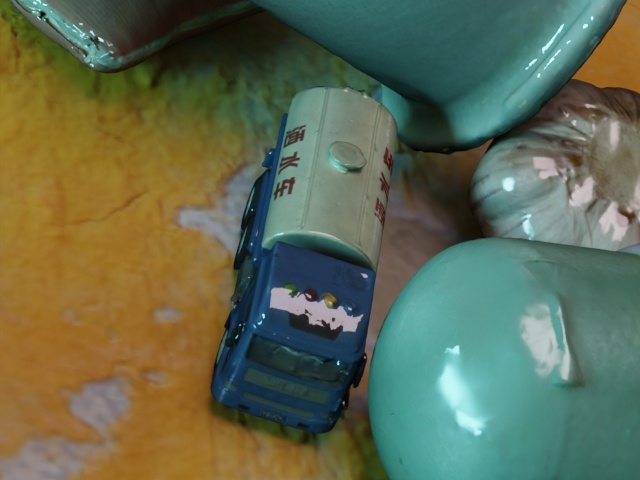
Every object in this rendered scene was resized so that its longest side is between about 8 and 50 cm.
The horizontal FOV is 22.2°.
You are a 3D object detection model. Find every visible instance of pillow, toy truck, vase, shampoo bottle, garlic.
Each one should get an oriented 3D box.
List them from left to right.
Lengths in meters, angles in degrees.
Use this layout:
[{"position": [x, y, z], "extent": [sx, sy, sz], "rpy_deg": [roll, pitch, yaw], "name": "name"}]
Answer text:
[{"position": [-0.119, -0.181, 0.976], "extent": [0.171, 0.075, 0.179], "rpy_deg": [43, 44, 17], "name": "pillow"}, {"position": [0.000, 0.000, 0.839], "extent": [0.074, 0.088, 0.201], "rpy_deg": [19, 42, -8], "name": "toy truck"}, {"position": [0.003, -0.212, 0.890], "extent": [0.291, 0.245, 0.245], "rpy_deg": [27, 39, -24], "name": "vase"}, {"position": [0.158, -0.022, 0.930], "extent": [0.159, 0.102, 0.147], "rpy_deg": [-22, 73, -26], "name": "garlic"}, {"position": [0.191, 0.082, 0.799], "extent": [0.350, 0.151, 0.222], "rpy_deg": [6, 58, -21], "name": "shampoo bottle"}]
